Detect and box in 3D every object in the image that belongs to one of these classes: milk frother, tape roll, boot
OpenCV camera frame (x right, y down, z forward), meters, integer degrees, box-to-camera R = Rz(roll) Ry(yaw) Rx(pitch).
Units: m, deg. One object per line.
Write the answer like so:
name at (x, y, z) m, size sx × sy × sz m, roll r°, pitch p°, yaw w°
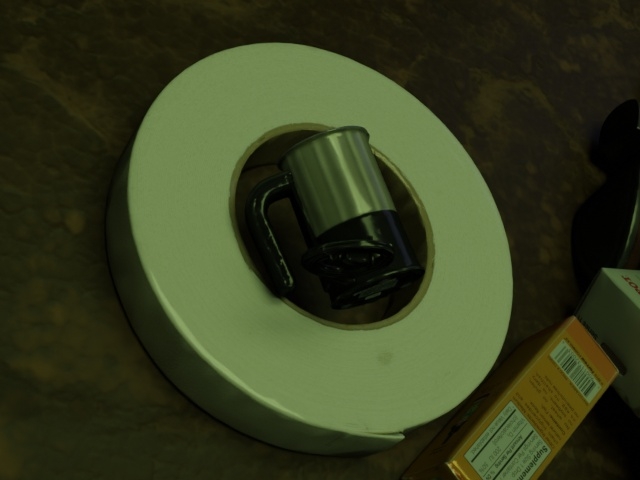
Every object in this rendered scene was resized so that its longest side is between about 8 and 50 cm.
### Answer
milk frother at (0.017, -0.025, 0.850) m, size 0.129 × 0.143 × 0.135 m, roll -14°, pitch 74°, yaw -28°
tape roll at (0.000, 0.000, 0.964) m, size 0.392 × 0.072 × 0.392 m, roll 14°, pitch 58°, yaw -24°
boot at (0.425, 0.007, 1.220) m, size 0.280 × 0.096 × 0.264 m, roll 36°, pitch 44°, yaw -17°

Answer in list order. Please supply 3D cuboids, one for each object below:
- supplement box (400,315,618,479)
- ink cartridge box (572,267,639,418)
supplement box at (0.178, 0.168, 0.970) m, size 0.233 × 0.078 × 0.080 m, roll -36°, pitch 88°, yaw -38°
ink cartridge box at (0.383, 0.107, 1.081) m, size 0.208 × 0.087 × 0.153 m, roll 4°, pitch 33°, yaw -28°
